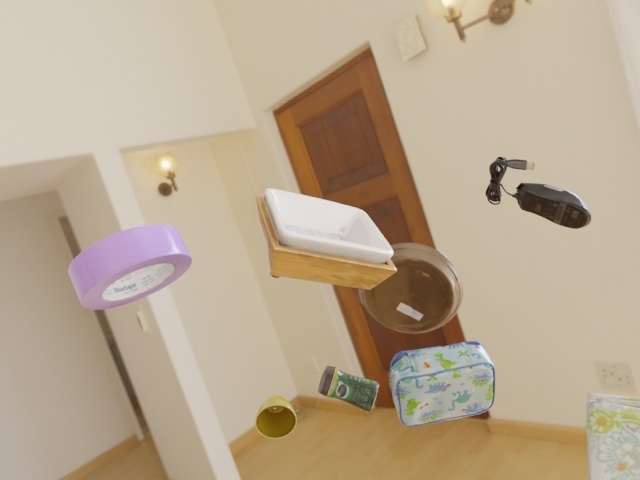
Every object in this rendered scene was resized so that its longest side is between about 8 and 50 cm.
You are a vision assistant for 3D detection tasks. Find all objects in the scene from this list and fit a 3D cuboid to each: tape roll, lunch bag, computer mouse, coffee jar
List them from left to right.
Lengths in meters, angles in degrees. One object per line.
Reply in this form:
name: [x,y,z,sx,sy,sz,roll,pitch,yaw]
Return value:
tape roll: [-0.466,0.068,1.147,0.275,0.090,0.275,-28,-12,-6]
coffee jar: [0.089,0.477,1.489,0.184,0.096,0.079,19,7,5]
lunch bag: [0.263,0.316,1.006,0.219,0.176,0.090,-12,29,1]
computer mouse: [0.544,-0.133,1.142,0.262,0.184,0.060,24,65,33]

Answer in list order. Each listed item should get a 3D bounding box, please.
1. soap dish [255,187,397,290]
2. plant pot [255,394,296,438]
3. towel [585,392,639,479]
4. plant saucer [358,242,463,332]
soap dish: [0.000,0.000,1.036,0.291,0.118,0.229,11,28,-25]
plant pot: [-0.148,0.572,1.534,0.134,0.134,0.095,-19,20,1]
towel: [0.644,0.467,0.792,0.320,0.374,0.090,-1,-18,23]
plant saucer: [0.235,0.138,1.221,0.278,0.278,0.041,-18,19,22]
